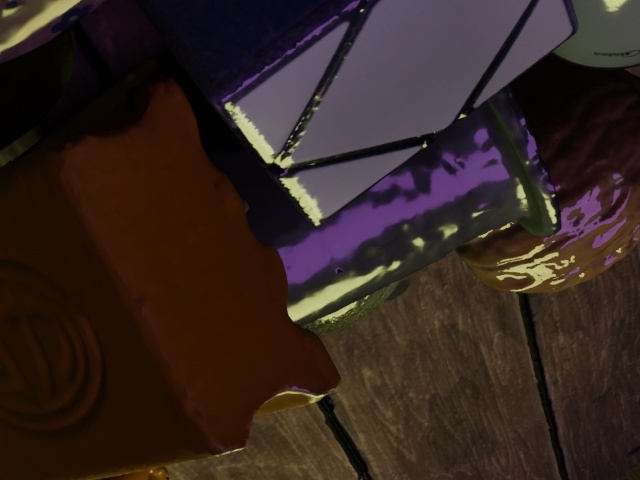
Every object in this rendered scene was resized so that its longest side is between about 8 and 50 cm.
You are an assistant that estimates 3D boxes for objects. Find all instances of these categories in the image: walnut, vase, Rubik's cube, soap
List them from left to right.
[{"bbox_3d":[-0.143,0.039,1.068,0.096,0.204,0.324,-30,-175,-33],"label":"soap"},{"bbox_3d":[-0.016,-0.041,1.221,0.291,0.245,0.245,-29,156,-3],"label":"vase"},{"bbox_3d":[-0.001,-0.168,1.018,0.205,0.205,0.207,-37,155,2],"label":"Rubik's cube"},{"bbox_3d":[0.190,-0.061,1.503,0.213,0.213,0.213,-29,155,-15],"label":"walnut"}]

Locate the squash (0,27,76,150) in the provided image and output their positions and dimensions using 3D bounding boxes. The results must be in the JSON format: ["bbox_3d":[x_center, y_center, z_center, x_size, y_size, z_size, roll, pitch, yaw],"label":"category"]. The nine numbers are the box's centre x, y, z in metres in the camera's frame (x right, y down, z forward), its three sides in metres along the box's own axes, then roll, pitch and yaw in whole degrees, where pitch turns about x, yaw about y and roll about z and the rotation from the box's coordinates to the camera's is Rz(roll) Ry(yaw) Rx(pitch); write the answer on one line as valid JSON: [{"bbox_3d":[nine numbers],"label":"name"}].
[{"bbox_3d":[-0.225,-0.076,1.038,0.188,0.095,0.095,-38,157,-8],"label":"squash"}]

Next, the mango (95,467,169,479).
[{"bbox_3d":[-0.214,0.243,1.646,0.159,0.084,0.105,-46,147,-30],"label":"mango"}]

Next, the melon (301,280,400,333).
[{"bbox_3d":[0.000,0.000,1.412,0.139,0.139,0.192,-8,143,-47],"label":"melon"}]

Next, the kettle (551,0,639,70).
[{"bbox_3d":[0.176,-0.224,1.245,0.221,0.161,0.236,-7,156,2],"label":"kettle"}]

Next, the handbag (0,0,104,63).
[{"bbox_3d":[-0.137,-0.227,0.745,0.190,0.193,0.251,-33,156,-12],"label":"handbag"}]
